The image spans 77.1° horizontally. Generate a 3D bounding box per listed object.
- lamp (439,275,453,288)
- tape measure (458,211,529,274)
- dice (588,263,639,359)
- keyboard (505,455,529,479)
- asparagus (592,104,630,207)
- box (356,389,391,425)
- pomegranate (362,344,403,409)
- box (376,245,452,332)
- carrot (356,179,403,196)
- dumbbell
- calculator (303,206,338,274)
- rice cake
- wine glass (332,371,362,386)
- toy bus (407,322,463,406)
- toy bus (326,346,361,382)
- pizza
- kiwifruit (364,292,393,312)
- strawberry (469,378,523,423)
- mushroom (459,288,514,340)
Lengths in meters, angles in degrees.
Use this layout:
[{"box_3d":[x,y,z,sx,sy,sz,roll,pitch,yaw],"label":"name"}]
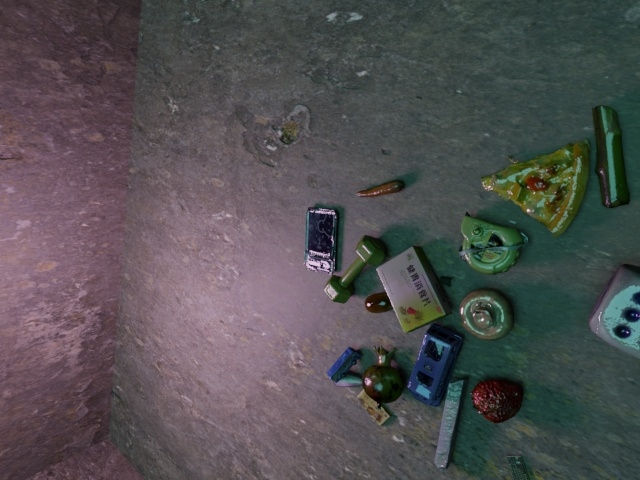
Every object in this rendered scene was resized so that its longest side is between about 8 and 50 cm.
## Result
[{"box_3d":[0.421,0.180,1.402,0.054,0.041,0.121,21,105,41],"label":"lamp"},{"box_3d":[0.531,0.019,1.257,0.200,0.106,0.175,20,93,31],"label":"tape measure"},{"box_3d":[0.818,0.182,1.014,0.194,0.192,0.193,30,114,28],"label":"dice"},{"box_3d":[0.654,0.771,1.318,0.049,0.015,0.129,-20,84,36],"label":"keyboard"},{"box_3d":[0.776,-0.226,1.075,0.067,0.060,0.277,-2,95,56],"label":"asparagus"},{"box_3d":[0.214,0.671,1.622,0.149,0.020,0.073,44,118,23],"label":"box"},{"box_3d":[0.233,0.506,1.510,0.156,0.156,0.220,-2,93,36],"label":"pomegranate"},{"box_3d":[0.326,0.174,1.423,0.175,0.062,0.260,-37,63,35],"label":"box"},{"box_3d":[0.220,-0.188,1.495,0.191,0.047,0.047,-9,91,40],"label":"carrot"},{"box_3d":[0.131,0.115,1.555,0.121,0.108,0.302,50,121,22],"label":"dumbbell"},{"box_3d":[0.000,0.000,1.686,0.166,0.028,0.273,9,101,35],"label":"calculator"},{"box_3d":[0.456,0.639,1.410,0.056,0.073,0.364,14,104,36],"label":"rice cake"},{"box_3d":[0.130,0.570,1.638,0.155,0.073,0.073,-5,93,37],"label":"wine glass"},{"box_3d":[0.387,0.449,1.397,0.126,0.133,0.292,23,109,31],"label":"toy bus"},{"box_3d":[0.094,0.503,1.625,0.153,0.061,0.051,-50,33,-1],"label":"toy bus"},{"box_3d":[0.617,-0.155,1.188,0.288,0.075,0.279,8,100,35],"label":"pizza"},{"box_3d":[0.224,0.238,1.529,0.125,0.075,0.075,-14,88,40],"label":"kiwifruit"},{"box_3d":[0.566,0.514,1.284,0.148,0.131,0.131,-26,81,44],"label":"strawberry"},{"box_3d":[0.524,0.236,1.276,0.166,0.127,0.166,5,98,43],"label":"mushroom"}]
